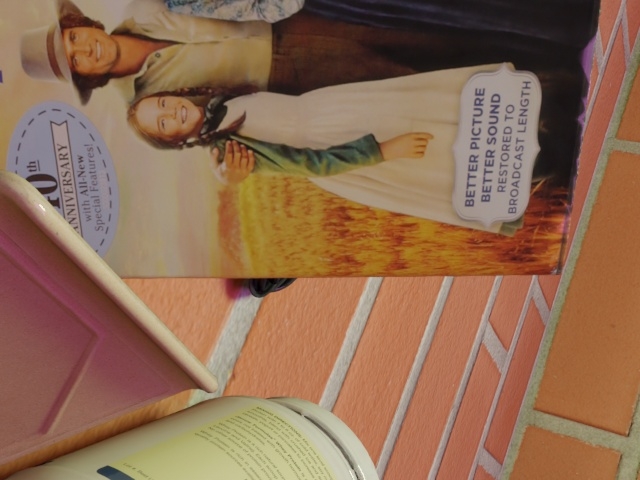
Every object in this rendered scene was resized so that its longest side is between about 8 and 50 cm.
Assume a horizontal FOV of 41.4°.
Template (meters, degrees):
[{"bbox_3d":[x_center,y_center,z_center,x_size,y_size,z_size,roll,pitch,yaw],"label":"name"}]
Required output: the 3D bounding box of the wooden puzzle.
[{"bbox_3d":[-0.204,0.062,0.463,0.221,0.239,0.044,61,12,-52],"label":"wooden puzzle"}]

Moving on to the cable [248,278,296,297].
[{"bbox_3d":[0.000,0.000,0.887,0.184,0.150,0.047,-39,96,-26],"label":"cable"}]

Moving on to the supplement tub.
[{"bbox_3d":[-0.104,0.261,0.692,0.325,0.235,0.235,-7,108,-60],"label":"supplement tub"}]

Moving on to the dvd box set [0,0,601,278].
[{"bbox_3d":[-0.065,-0.127,0.444,0.062,0.420,0.307,-102,-167,-68],"label":"dvd box set"}]
